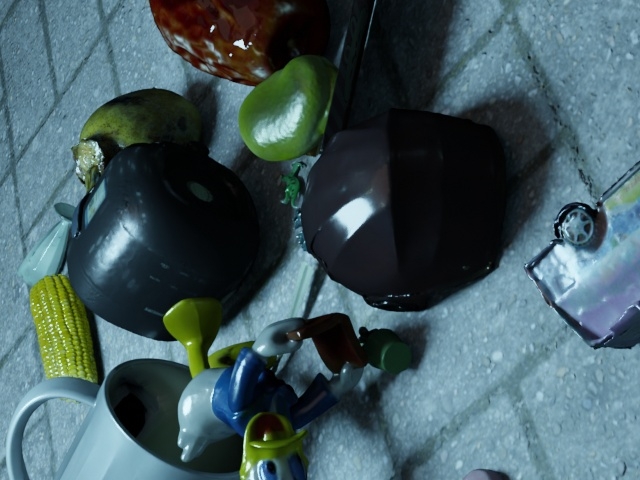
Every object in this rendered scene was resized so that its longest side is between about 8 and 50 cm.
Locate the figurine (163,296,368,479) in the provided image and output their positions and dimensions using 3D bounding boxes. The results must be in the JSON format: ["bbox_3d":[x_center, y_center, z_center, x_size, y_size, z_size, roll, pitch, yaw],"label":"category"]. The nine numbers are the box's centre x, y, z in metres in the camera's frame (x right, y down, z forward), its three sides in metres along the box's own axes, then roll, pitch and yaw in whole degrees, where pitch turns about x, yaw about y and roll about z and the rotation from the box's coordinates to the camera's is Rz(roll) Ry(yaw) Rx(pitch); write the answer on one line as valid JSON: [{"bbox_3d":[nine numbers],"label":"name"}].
[{"bbox_3d":[-0.047,0.210,1.610,0.283,0.204,0.338,-35,45,23],"label":"figurine"}]

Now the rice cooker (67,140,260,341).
[{"bbox_3d":[-0.221,-0.009,1.902,0.224,0.267,0.267,-53,40,27],"label":"rice cooker"}]

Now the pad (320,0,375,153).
[{"bbox_3d":[0.044,-0.244,1.712,0.202,0.005,0.300,39,-116,-82],"label":"pad"}]

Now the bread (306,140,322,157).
[{"bbox_3d":[-0.010,-0.158,1.844,0.047,0.036,0.083,23,99,63],"label":"bread"}]

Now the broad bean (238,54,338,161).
[{"bbox_3d":[-0.034,-0.177,1.794,0.174,0.082,0.124,-42,61,36],"label":"broad bean"}]

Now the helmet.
[{"bbox_3d":[0.070,-0.040,1.571,0.305,0.177,0.225,-28,58,45],"label":"helmet"}]

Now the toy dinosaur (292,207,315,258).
[{"bbox_3d":[0.000,0.000,1.757,0.049,0.055,0.154,-59,33,20],"label":"toy dinosaur"}]

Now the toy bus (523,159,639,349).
[{"bbox_3d":[0.340,-0.023,1.252,0.317,0.112,0.138,-49,53,35],"label":"toy bus"}]

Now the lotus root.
[{"bbox_3d":[-0.295,-0.153,2.060,0.154,0.278,0.154,16,120,29],"label":"lotus root"}]

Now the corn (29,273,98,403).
[{"bbox_3d":[-0.438,0.162,2.282,0.093,0.093,0.244,-52,43,30],"label":"corn"}]

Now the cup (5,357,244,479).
[{"bbox_3d":[-0.284,0.338,1.800,0.327,0.323,0.237,-60,10,25],"label":"cup"}]

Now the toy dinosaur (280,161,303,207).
[{"bbox_3d":[-0.035,-0.077,1.864,0.062,0.021,0.083,-60,34,0],"label":"toy dinosaur"}]

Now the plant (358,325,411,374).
[{"bbox_3d":[0.070,0.128,1.621,0.102,0.051,0.051,25,99,61],"label":"plant"}]

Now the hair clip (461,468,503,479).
[{"bbox_3d":[0.126,0.358,1.448,0.257,0.075,0.146,-52,36,23],"label":"hair clip"}]

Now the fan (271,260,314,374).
[{"bbox_3d":[-0.075,0.225,1.818,0.233,0.012,0.414,38,112,52],"label":"fan"}]

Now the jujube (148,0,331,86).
[{"bbox_3d":[-0.119,-0.338,1.928,0.318,0.223,0.223,40,111,44],"label":"jujube"}]

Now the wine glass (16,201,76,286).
[{"bbox_3d":[-0.487,0.009,2.425,0.155,0.073,0.073,-58,38,19],"label":"wine glass"}]
